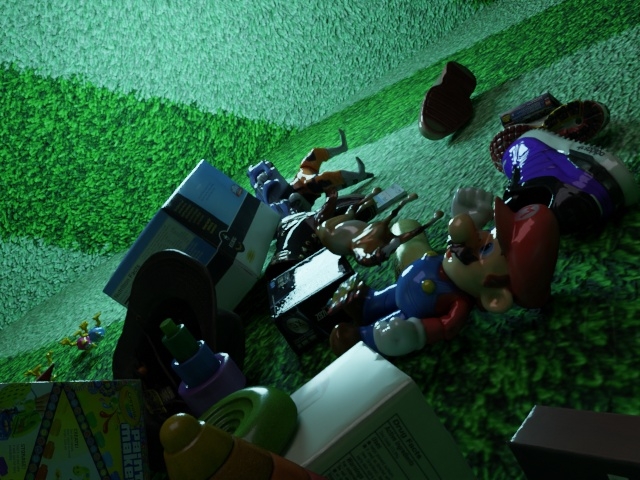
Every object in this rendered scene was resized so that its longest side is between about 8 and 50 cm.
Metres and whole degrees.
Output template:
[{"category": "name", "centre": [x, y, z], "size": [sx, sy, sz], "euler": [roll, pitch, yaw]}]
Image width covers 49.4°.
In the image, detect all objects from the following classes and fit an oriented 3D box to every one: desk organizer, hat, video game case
[{"category": "desk organizer", "centre": [0.224, 0.172, 0.566], "size": [0.050, 0.047, 0.130], "euler": [-41, 18, -32]}, {"category": "hat", "centre": [-0.195, 0.183, 1.076], "size": [0.134, 0.331, 0.331], "euler": [7, -14, -40]}, {"category": "video game case", "centre": [0.126, -0.082, 1.527], "size": [0.122, 0.011, 0.087], "euler": [-33, 17, 2]}]

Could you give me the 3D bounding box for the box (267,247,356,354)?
[{"category": "box", "centre": [-0.006, 0.091, 1.166], "size": [0.147, 0.077, 0.180], "euler": [-32, 17, 3]}]

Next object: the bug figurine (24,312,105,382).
[{"category": "bug figurine", "centre": [-0.656, 0.303, 1.788], "size": [0.279, 0.072, 0.216], "euler": [-44, 13, -17]}]

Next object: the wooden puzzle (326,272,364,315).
[{"category": "wooden puzzle", "centre": [0.032, 0.072, 0.937], "size": [0.083, 0.006, 0.049], "euler": [-39, 22, 42]}]

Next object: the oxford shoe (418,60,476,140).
[{"category": "oxford shoe", "centre": [0.308, -0.326, 1.762], "size": [0.130, 0.123, 0.348], "euler": [-54, 1, 42]}]

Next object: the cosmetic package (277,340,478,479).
[{"category": "cosmetic package", "centre": [-0.021, 0.248, 0.627], "size": [0.296, 0.153, 0.129], "euler": [-35, 17, -10]}]

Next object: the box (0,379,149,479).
[{"category": "box", "centre": [-0.440, 0.306, 0.957], "size": [0.290, 0.177, 0.279], "euler": [-20, -20, 32]}]

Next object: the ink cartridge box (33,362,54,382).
[{"category": "ink cartridge box", "centre": [-0.556, 0.388, 1.198], "size": [0.261, 0.066, 0.296], "euler": [-53, 1, 40]}]

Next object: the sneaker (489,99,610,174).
[{"category": "sneaker", "centre": [0.394, -0.173, 1.198], "size": [0.093, 0.088, 0.225], "euler": [-17, -2, -45]}]

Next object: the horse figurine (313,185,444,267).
[{"category": "horse figurine", "centre": [0.069, -0.022, 1.127], "size": [0.174, 0.066, 0.263], "euler": [-39, 32, -25]}]

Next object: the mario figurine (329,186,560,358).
[{"category": "mario figurine", "centre": [0.139, 0.034, 0.867], "size": [0.320, 0.198, 0.170], "euler": [-31, -27, 31]}]

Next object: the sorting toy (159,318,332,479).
[{"category": "sorting toy", "centre": [-0.097, 0.143, 0.583], "size": [0.127, 0.126, 0.365], "euler": [-36, 18, -7]}]

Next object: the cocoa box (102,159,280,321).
[{"category": "cocoa box", "centre": [-0.255, 0.020, 1.461], "size": [0.231, 0.228, 0.347], "euler": [-50, 11, 20]}]

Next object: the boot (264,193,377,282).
[{"category": "boot", "centre": [0.000, 0.002, 1.421], "size": [0.236, 0.085, 0.178], "euler": [-17, 31, 25]}]

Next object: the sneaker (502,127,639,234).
[{"category": "sneaker", "centre": [0.311, -0.077, 1.009], "size": [0.146, 0.102, 0.293], "euler": [-35, 17, -2]}]

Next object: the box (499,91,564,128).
[{"category": "box", "centre": [0.392, -0.218, 1.253], "size": [0.094, 0.027, 0.137], "euler": [-22, -19, 33]}]

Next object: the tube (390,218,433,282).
[{"category": "tube", "centre": [0.147, 0.040, 1.069], "size": [0.062, 0.070, 0.240], "euler": [9, 26, -4]}]

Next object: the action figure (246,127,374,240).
[{"category": "action figure", "centre": [-0.027, -0.092, 1.695], "size": [0.330, 0.178, 0.341], "euler": [-37, 45, 9]}]
